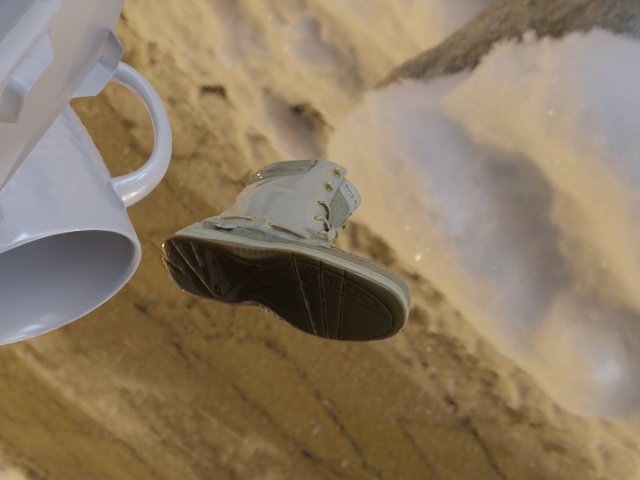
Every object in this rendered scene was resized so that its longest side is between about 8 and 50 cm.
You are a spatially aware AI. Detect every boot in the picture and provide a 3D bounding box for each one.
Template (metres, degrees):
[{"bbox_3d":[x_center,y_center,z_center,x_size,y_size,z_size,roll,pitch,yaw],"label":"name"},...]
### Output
[{"bbox_3d":[0.000,0.000,1.016,0.213,0.165,0.077,13,124,25],"label":"boot"}]

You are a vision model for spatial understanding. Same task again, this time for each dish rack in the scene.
[{"bbox_3d":[-0.199,-0.130,0.868,0.072,0.285,0.333,34,150,-5],"label":"dish rack"}]

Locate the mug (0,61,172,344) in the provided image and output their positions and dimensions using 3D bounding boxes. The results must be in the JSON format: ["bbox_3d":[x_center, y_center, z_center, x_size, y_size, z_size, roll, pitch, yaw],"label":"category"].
[{"bbox_3d":[-0.368,-0.094,1.554,0.276,0.374,0.328,80,164,-68],"label":"mug"}]
